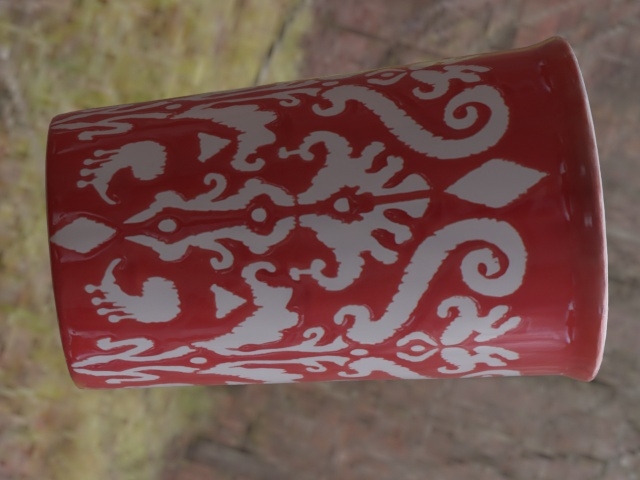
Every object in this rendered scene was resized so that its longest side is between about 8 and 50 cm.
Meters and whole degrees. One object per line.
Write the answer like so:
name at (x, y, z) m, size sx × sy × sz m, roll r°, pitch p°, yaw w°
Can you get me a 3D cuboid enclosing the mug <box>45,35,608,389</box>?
mug at (0.001, 0.007, 0.623) m, size 0.150 × 0.169 × 0.113 m, roll 88°, pitch -3°, yaw -58°
